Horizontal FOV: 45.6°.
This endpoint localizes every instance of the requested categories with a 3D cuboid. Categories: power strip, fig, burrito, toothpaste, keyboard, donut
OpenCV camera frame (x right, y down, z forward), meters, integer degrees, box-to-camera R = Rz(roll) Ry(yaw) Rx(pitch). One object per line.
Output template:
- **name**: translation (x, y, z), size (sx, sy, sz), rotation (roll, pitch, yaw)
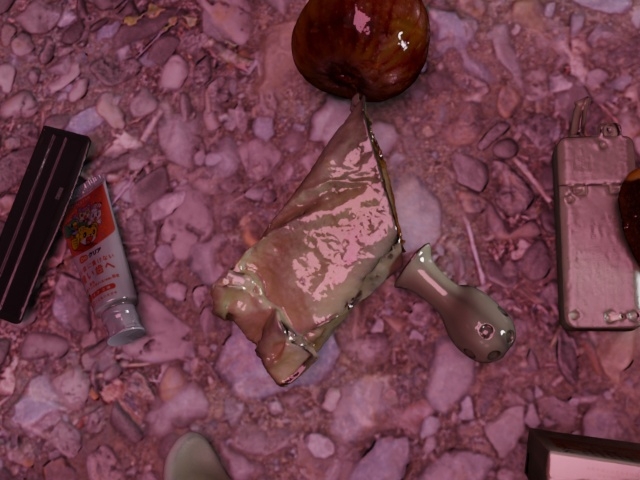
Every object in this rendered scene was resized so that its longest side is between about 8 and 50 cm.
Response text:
- **power strip**: translation (0.333, -0.034, 0.923), size (0.093, 0.053, 0.288), rotation (0, 79, 10)
- **fig**: translation (0.065, -0.283, 0.970), size (0.175, 0.175, 0.207), rotation (22, 65, 13)
- **burrito**: translation (0.011, 0.007, 0.946), size (0.175, 0.107, 0.348), rotation (37, 89, -1)
- **toothpaste**: translation (-0.294, 0.027, 1.022), size (0.089, 0.057, 0.234), rotation (-29, 67, 10)
- **keyboard**: translation (-0.385, -0.077, 1.058), size (0.103, 0.041, 0.381), rotation (16, 89, 25)
- **donut**: translation (0.411, -0.027, 0.879), size (0.140, 0.059, 0.140), rotation (4, 80, -21)

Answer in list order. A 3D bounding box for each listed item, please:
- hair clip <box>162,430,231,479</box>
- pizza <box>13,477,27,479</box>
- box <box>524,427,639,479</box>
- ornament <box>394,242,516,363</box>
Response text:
- **hair clip**: translation (-0.119, 0.363, 0.870), size (0.113, 0.172, 0.282), rotation (-48, 52, 12)
- **pizza**: translation (-0.388, 0.382, 0.962), size (0.226, 0.069, 0.147), rotation (-20, 55, 2)
- **box**: translation (0.294, 0.246, 0.800), size (0.141, 0.201, 0.058), rotation (6, 85, 12)
- **ornament**: translation (0.168, 0.079, 0.921), size (0.156, 0.081, 0.075), rotation (42, 122, 17)
